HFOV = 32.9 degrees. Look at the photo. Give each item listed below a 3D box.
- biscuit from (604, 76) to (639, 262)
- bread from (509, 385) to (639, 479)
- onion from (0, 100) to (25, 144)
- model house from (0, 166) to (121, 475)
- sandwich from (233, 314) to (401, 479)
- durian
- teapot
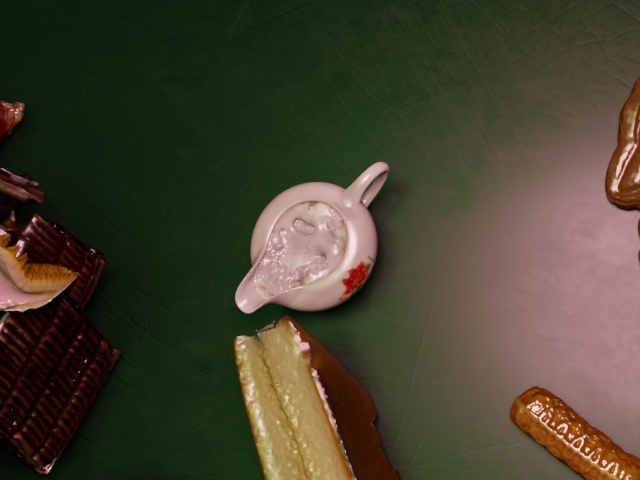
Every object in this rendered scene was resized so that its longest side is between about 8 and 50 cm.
[{"bbox_3d":[0.410,-0.097,1.132,0.208,0.041,0.290,24,88,21],"label":"biscuit"},{"bbox_3d":[0.266,0.210,1.123,0.157,0.044,0.052,37,88,19],"label":"bread"},{"bbox_3d":[-0.469,-0.143,1.370,0.194,0.159,0.159,-10,77,-5],"label":"onion"},{"bbox_3d":[-0.377,0.096,1.289,0.282,0.297,0.317,28,73,-11],"label":"model house"},{"bbox_3d":[-0.007,0.204,1.172,0.122,0.128,0.236,-22,74,17],"label":"sandwich"},{"bbox_3d":[-0.360,0.027,1.115,0.078,0.224,0.140,43,121,43],"label":"durian"},{"bbox_3d":[0.000,0.000,1.220,0.145,0.092,0.226,41,93,17],"label":"teapot"}]
